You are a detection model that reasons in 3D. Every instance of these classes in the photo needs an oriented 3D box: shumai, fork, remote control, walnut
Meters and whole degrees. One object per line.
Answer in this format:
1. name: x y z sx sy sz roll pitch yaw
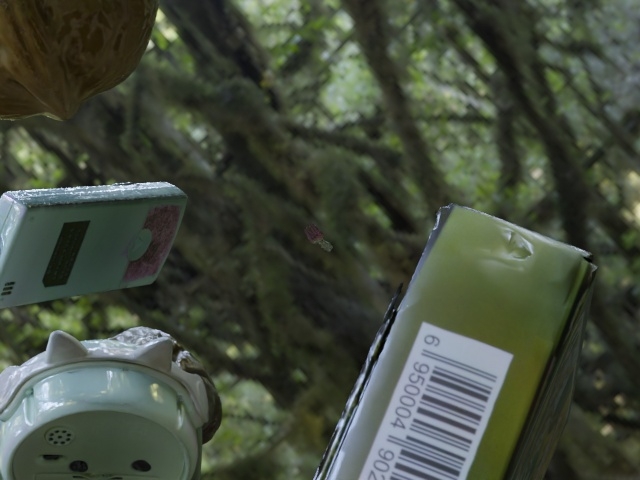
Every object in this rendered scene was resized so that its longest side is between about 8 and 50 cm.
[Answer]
1. shumai: -0.249 0.204 2.124 0.184 0.218 0.185 -32 -18 -22
2. fork: 0.001 0.001 1.568 0.016 0.012 0.115 -24 -16 5
3. remote control: -0.292 0.001 1.840 0.344 0.050 0.145 -7 -55 -62
4. walnut: -0.327 -0.289 1.613 0.333 0.333 0.333 -35 -23 -17

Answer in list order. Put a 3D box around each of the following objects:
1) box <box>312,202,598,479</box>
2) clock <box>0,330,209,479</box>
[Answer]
1. box: 0.091 0.223 1.231 0.420 0.138 0.373 77 -144 -65
2. clock: -0.263 0.235 1.738 0.265 0.108 0.324 4 -49 -11
